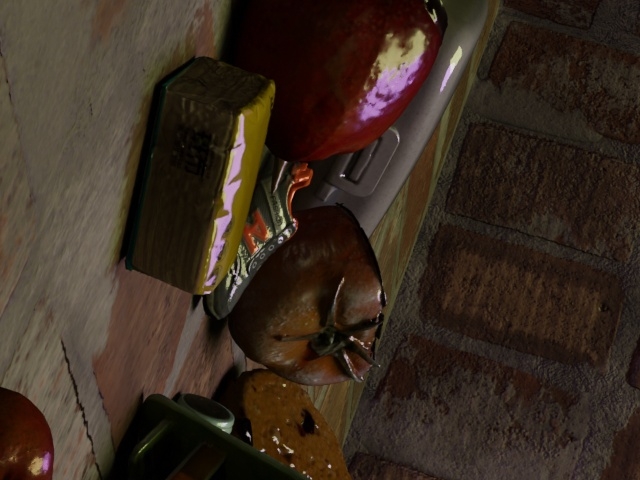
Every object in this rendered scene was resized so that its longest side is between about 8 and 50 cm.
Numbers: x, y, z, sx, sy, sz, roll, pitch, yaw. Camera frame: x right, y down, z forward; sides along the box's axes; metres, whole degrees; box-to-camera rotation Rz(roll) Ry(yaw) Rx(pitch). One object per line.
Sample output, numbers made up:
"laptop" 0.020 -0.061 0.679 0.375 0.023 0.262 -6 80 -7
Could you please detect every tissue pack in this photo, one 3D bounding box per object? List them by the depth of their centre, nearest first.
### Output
"tissue pack" -0.098 -0.055 1.404 0.120 0.082 0.169 -56 162 -68

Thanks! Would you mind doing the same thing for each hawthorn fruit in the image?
"hawthorn fruit" -0.210 0.131 1.077 0.093 0.081 0.081 -110 -155 -49
"hawthorn fruit" 0.003 -0.162 1.579 0.251 0.190 0.189 -61 175 14

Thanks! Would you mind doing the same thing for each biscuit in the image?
"biscuit" -0.045 0.298 2.086 0.296 0.075 0.296 48 29 -38

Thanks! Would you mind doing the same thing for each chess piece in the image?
"chess piece" -0.141 0.222 1.803 0.103 0.067 0.067 -65 174 13

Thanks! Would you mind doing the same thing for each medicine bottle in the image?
"medicine bottle" 0.079 -0.150 2.079 0.375 0.123 0.282 -61 179 27

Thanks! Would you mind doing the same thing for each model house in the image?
"model house" -0.168 0.390 1.614 0.313 0.243 0.357 -43 155 -41

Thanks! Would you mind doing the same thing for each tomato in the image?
"tomato" -0.028 0.069 1.883 0.214 0.155 0.180 92 -20 -47

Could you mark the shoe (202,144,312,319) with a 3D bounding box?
"shoe" -0.067 -0.007 1.747 0.074 0.077 0.194 65 43 -80
